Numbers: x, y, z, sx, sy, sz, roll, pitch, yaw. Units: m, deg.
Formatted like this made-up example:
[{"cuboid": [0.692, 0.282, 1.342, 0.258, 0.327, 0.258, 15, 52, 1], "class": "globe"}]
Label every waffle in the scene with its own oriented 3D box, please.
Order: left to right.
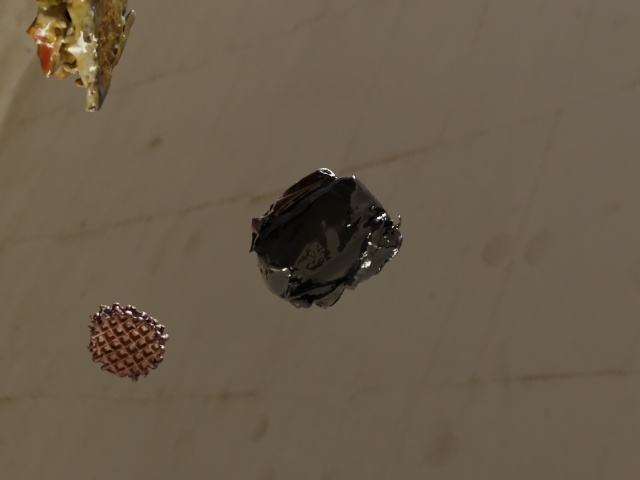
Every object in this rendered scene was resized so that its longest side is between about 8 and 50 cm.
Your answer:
[{"cuboid": [-0.194, 0.100, 1.345, 0.029, 0.083, 0.075, -76, -175, -67], "class": "waffle"}]

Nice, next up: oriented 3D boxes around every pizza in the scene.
[{"cuboid": [-0.173, -0.271, 1.054, 0.251, 0.074, 0.287, -67, 164, -62], "class": "pizza"}]

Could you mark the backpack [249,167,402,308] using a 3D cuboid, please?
[{"cuboid": [-0.003, 0.002, 1.173, 0.120, 0.105, 0.165, -35, 178, -9], "class": "backpack"}]
